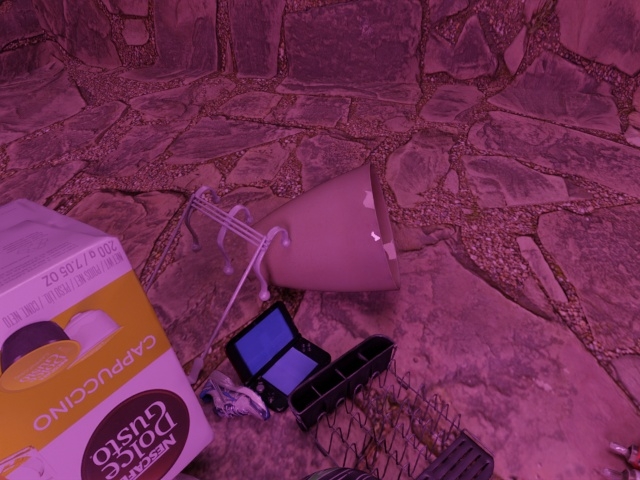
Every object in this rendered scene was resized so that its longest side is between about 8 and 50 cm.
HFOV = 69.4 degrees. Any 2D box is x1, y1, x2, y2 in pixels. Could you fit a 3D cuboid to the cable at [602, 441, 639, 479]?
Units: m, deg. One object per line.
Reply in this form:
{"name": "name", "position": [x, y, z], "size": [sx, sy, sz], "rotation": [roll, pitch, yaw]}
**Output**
{"name": "cable", "position": [0.527, 0.354, 0.601], "size": [0.287, 0.072, 0.139], "rotation": [29, 28, 17]}

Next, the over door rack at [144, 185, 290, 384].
{"name": "over door rack", "position": [-0.224, 0.078, 0.878], "size": [0.239, 0.108, 0.324], "rotation": [28, 80, 34]}

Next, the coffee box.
{"name": "coffee box", "position": [-0.399, 0.185, 0.566], "size": [0.337, 0.335, 0.337], "rotation": [13, 38, 41]}

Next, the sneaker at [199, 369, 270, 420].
{"name": "sneaker", "position": [-0.139, 0.263, 0.741], "size": [0.135, 0.052, 0.058], "rotation": [15, 50, 33]}

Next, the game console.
{"name": "game console", "position": [-0.069, 0.194, 0.790], "size": [0.124, 0.085, 0.144], "rotation": [25, 45, 31]}

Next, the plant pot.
{"name": "plant pot", "position": [0.000, 0.000, 0.939], "size": [0.273, 0.257, 0.257], "rotation": [-12, 35, 13]}

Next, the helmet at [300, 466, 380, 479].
{"name": "helmet", "position": [0.018, 0.338, 0.511], "size": [0.169, 0.162, 0.170], "rotation": [3, 53, -4]}

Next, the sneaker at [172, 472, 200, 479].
{"name": "sneaker", "position": [-0.138, 0.354, 0.560], "size": [0.252, 0.111, 0.103], "rotation": [20, 42, 27]}

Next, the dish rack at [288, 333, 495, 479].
{"name": "dish rack", "position": [0.108, 0.281, 0.677], "size": [0.208, 0.074, 0.271], "rotation": [-28, 45, -29]}
